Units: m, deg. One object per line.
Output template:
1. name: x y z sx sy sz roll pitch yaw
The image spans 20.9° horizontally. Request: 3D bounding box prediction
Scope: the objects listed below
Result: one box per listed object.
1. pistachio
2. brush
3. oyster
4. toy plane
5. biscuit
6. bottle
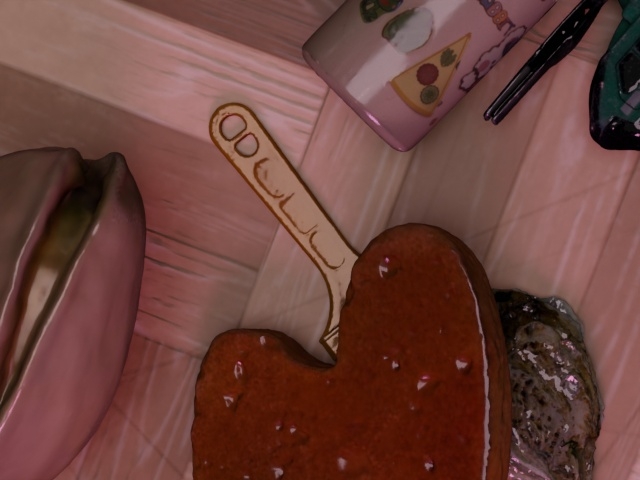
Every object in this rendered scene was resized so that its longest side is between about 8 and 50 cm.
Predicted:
1. pistachio: -0.242 0.063 1.325 0.208 0.226 0.332 28 106 -15
2. brush: 0.000 0.000 1.394 0.103 0.013 0.272 -38 86 6
3. oyster: 0.163 0.125 1.356 0.125 0.064 0.177 -1 82 -6
4. toy plane: 0.296 -0.200 1.310 0.155 0.106 0.381 41 101 16
5. biscuit: 0.019 0.124 1.346 0.277 0.052 0.262 -6 88 29
6. bottle: 0.112 -0.192 1.321 0.253 0.120 0.120 -44 86 7
